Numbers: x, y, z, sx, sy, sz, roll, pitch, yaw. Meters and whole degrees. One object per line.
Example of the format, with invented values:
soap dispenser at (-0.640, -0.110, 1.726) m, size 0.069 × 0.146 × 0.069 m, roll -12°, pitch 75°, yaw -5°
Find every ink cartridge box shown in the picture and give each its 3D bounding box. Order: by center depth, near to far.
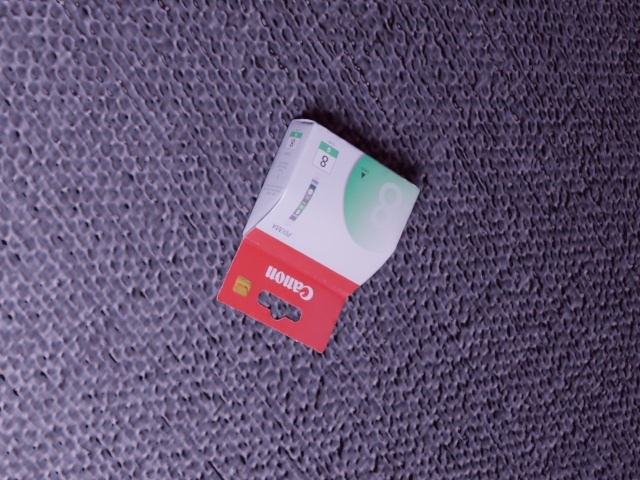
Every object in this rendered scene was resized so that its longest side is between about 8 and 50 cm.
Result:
ink cartridge box at (0.000, 0.000, 1.791) m, size 0.181 × 0.056 × 0.225 m, roll 30°, pitch 77°, yaw -37°
